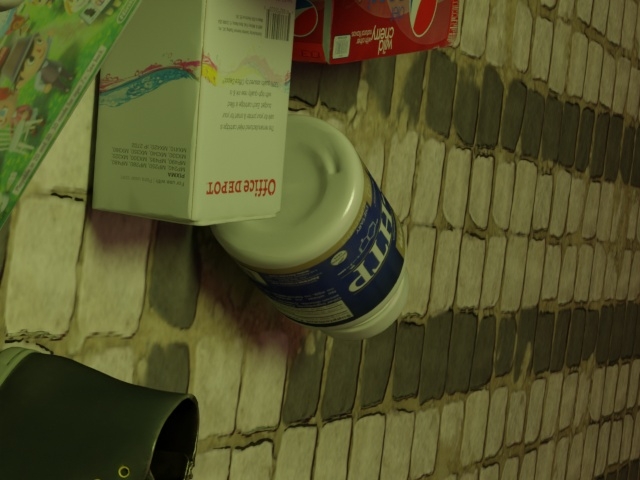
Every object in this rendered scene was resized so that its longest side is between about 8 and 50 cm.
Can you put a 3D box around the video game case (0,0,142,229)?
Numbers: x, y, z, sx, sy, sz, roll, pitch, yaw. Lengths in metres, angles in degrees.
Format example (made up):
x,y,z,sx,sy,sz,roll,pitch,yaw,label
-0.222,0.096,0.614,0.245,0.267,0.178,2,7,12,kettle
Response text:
x,y,z,sx,sy,sz,roll,pitch,yaw,label
-0.161,-0.097,0.802,0.212,0.023,0.193,-58,156,0,video game case

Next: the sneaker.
x,y,z,sx,sy,sz,roll,pitch,yaw,label
-0.150,0.154,0.884,0.083,0.118,0.222,69,35,-50,sneaker

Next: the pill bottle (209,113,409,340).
x,y,z,sx,sy,sz,roll,pitch,yaw,label
0.000,0.000,1.216,0.187,0.112,0.112,53,49,-61,pill bottle

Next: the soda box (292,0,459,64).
x,y,z,sx,sy,sz,roll,pitch,yaw,label
0.018,-0.175,1.228,0.263,0.092,0.084,-19,114,-65,soda box

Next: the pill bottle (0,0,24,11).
x,y,z,sx,sy,sz,roll,pitch,yaw,label
-0.176,-0.248,0.613,0.176,0.176,0.319,-3,100,-68,pill bottle

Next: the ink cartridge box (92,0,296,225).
x,y,z,sx,sy,sz,roll,pitch,yaw,label
-0.074,-0.102,1.049,0.127,0.072,0.175,-7,103,-67,ink cartridge box
